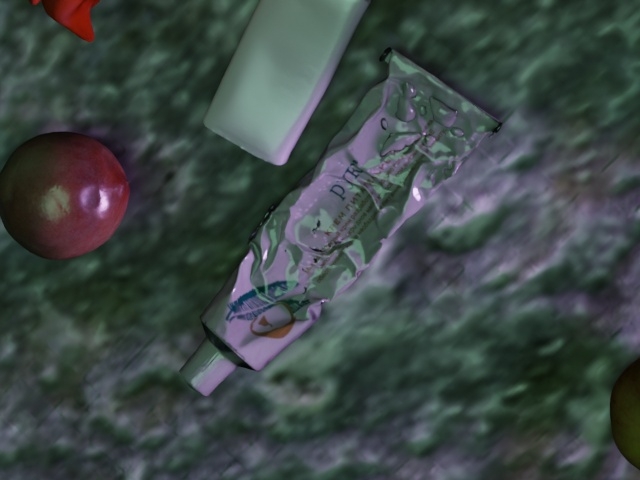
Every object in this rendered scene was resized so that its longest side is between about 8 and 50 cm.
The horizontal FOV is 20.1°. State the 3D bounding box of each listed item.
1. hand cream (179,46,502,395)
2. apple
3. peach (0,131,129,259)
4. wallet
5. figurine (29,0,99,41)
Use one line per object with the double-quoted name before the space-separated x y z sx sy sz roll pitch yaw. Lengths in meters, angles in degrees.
"hand cream" 0.000 -0.001 1.121 0.084 0.050 0.257 38 105 -4
"apple" 0.216 0.106 1.096 0.084 0.071 0.084 4 108 11
"peach" -0.160 -0.028 1.127 0.083 0.083 0.083 4 109 11
"wallet" -0.022 -0.109 1.100 0.061 0.025 0.122 28 112 0
"figurine" -0.167 -0.231 1.024 0.257 0.181 0.208 -1 68 11
